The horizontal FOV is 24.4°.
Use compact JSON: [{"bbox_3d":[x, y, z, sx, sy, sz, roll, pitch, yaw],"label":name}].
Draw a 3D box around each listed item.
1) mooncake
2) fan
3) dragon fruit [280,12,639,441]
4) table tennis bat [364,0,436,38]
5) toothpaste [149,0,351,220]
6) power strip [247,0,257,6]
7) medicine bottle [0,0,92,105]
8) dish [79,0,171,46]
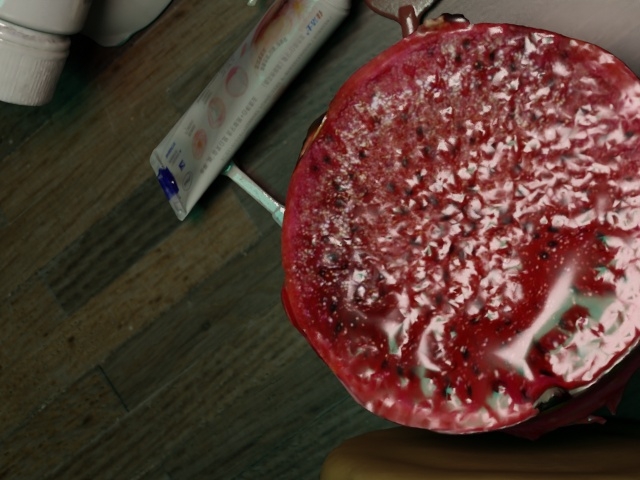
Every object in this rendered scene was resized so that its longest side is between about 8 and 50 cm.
[{"bbox_3d":[0.182,0.269,1.259,0.378,0.378,0.200,-1,92,23],"label":"mooncake"},{"bbox_3d":[0.000,0.000,1.498,0.282,0.023,0.057,43,113,12],"label":"fan"},{"bbox_3d":[0.169,-0.001,1.311,0.386,0.249,0.371,-27,69,19],"label":"dragon fruit"},{"bbox_3d":[0.083,-0.239,1.441,0.098,0.019,0.154,-9,89,24],"label":"table tennis bat"},{"bbox_3d":[-0.065,-0.164,1.483,0.323,0.066,0.100,-48,51,23],"label":"toothpaste"},{"bbox_3d":[-0.031,-0.335,1.466,0.137,0.044,0.216,37,107,15],"label":"power strip"},{"bbox_3d":[-0.284,-0.267,1.441,0.144,0.144,0.252,25,104,19],"label":"medicine bottle"},{"bbox_3d":[-0.241,-0.326,1.537,0.224,0.078,0.246,0,95,24],"label":"dish"}]
